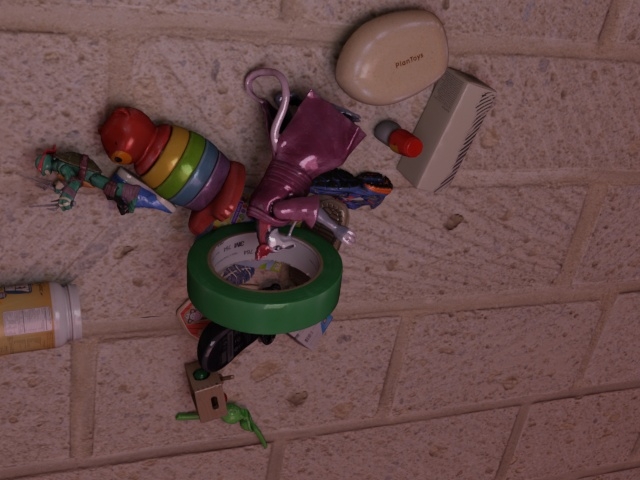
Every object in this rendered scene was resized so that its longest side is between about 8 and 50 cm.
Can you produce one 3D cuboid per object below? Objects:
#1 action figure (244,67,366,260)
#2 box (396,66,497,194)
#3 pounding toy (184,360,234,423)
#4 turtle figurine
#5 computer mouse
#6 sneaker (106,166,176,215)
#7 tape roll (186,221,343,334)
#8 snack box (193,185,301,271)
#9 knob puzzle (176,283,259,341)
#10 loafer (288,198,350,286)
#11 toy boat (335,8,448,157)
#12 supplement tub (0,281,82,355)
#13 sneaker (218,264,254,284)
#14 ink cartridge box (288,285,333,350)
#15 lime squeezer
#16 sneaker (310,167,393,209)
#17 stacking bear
[{"bbox_3d":[-0.061,-0.131,1.658,0.276,0.248,0.370,37,70,-39],"label":"action figure"},{"bbox_3d":[0.290,-0.253,1.897,0.094,0.113,0.275,10,117,-31],"label":"box"},{"bbox_3d":[-0.270,0.362,2.025,0.100,0.130,0.141,-15,125,-15],"label":"pounding toy"},{"bbox_3d":[-0.476,-0.113,1.599,0.234,0.175,0.118,15,105,-15],"label":"turtle figurine"},{"bbox_3d":[-0.207,0.218,1.956,0.272,0.072,0.188,-32,141,-44],"label":"computer mouse"},{"bbox_3d":[-0.386,-0.082,1.731,0.152,0.058,0.084,35,96,-32],"label":"sneaker"},{"bbox_3d":[-0.116,0.070,1.697,0.321,0.321,0.077,-8,123,-20],"label":"tape roll"},{"bbox_3d":[-0.160,-0.030,1.861,0.207,0.070,0.174,11,115,-31],"label":"snack box"},{"bbox_3d":[-0.254,0.182,1.981,0.213,0.030,0.213,-12,125,-17],"label":"knob puzzle"},{"bbox_3d":[0.000,0.000,1.930,0.092,0.102,0.268,-43,164,-51],"label":"loafer"},{"bbox_3d":[0.153,-0.336,1.777,0.268,0.148,0.318,-19,119,-18],"label":"toy boat"},{"bbox_3d":[-0.617,0.164,1.732,0.200,0.144,0.144,-6,123,-22],"label":"supplement tub"},{"bbox_3d":[-0.222,0.078,1.912,0.135,0.058,0.052,-16,112,-8],"label":"sneaker"},{"bbox_3d":[-0.056,0.186,2.017,0.104,0.060,0.180,-57,138,-11],"label":"ink cartridge box"},{"bbox_3d":[-0.227,0.493,2.176,0.310,0.059,0.110,29,105,-36],"label":"lime squeezer"},{"bbox_3d":[0.063,-0.111,1.906,0.221,0.083,0.087,6,126,-23],"label":"sneaker"},{"bbox_3d":[-0.312,-0.163,1.657,0.289,0.164,0.175,33,147,-26],"label":"stacking bear"}]
